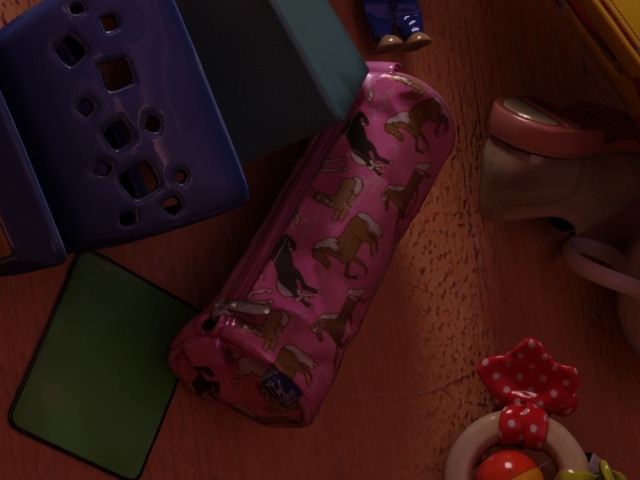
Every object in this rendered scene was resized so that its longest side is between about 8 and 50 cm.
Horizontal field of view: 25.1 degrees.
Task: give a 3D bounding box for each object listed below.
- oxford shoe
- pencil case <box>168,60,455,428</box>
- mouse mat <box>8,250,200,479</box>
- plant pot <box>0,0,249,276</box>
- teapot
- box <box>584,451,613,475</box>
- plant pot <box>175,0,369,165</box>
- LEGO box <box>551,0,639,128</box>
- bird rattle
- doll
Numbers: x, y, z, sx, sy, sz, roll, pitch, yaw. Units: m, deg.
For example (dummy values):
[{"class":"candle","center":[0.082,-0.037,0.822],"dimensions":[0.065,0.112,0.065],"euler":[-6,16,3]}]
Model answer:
[{"class":"oxford shoe","center":[0.326,-0.083,1.742],"dimensions":[0.397,0.140,0.146],"euler":[3,113,-40]},{"class":"pencil case","center":[0.000,0.000,1.454],"dimensions":[0.160,0.167,0.386],"euler":[31,64,-3]},{"class":"mouse mat","center":[-0.203,0.121,1.384],"dimensions":[0.152,0.007,0.190],"euler":[32,68,-28]},{"class":"plant pot","center":[-0.231,-0.091,1.262],"dimensions":[0.212,0.236,0.236],"euler":[-25,98,-28]},{"class":"teapot","center":[0.452,0.051,1.762],"dimensions":[0.252,0.187,0.256],"euler":[-35,124,-6]},{"class":"box","center":[0.311,0.389,1.691],"dimensions":[0.159,0.044,0.233],"euler":[41,62,-24]},{"class":"plant pot","center":[-0.090,-0.209,1.369],"dimensions":[0.234,0.165,0.165],"euler":[61,21,-16]},{"class":"LEGO box","center":[0.437,-0.358,1.600],"dimensions":[0.372,0.193,0.500],"euler":[-33,82,1]},{"class":"bird rattle","center":[0.232,0.249,1.592],"dimensions":[0.207,0.143,0.253],"euler":[-31,82,-10]},{"class":"doll","center":[0.076,-0.306,1.618],"dimensions":[0.129,0.046,0.189],"euler":[-9,83,-27]}]
